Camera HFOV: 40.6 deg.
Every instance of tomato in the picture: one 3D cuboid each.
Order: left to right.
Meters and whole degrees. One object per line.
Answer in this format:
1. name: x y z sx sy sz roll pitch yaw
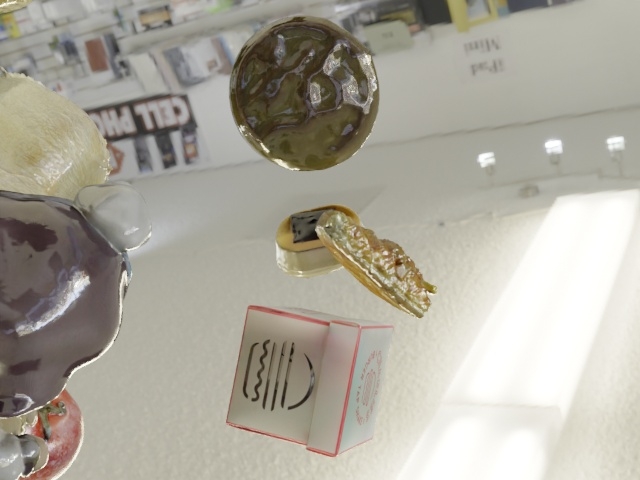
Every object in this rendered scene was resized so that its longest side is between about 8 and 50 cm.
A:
1. tomato: -0.612 0.372 1.702 0.227 0.270 0.270 -37 -166 16

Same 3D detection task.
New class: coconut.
1. coconut: -0.610 -0.154 1.788 0.346 0.360 0.346 -46 -165 17

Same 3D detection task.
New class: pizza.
1. pizza: 0.070 0.019 1.595 0.087 0.268 0.258 -53 -157 -6

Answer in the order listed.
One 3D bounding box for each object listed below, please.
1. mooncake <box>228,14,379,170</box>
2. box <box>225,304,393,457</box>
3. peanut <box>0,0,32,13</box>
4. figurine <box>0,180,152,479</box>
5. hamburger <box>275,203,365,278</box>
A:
1. mooncake: -0.031 -0.267 1.590 0.285 0.284 0.155 -16 -168 0
2. box: -0.019 0.331 2.143 0.300 0.314 0.312 11 179 19
3. peanut: -0.231 -0.255 0.674 0.236 0.120 0.110 -33 -164 -18
4. figurine: -0.288 0.125 0.819 0.206 0.364 0.218 11 -155 6
5. hamburger: 0.000 0.000 1.911 0.210 0.116 0.173 -14 -130 0
